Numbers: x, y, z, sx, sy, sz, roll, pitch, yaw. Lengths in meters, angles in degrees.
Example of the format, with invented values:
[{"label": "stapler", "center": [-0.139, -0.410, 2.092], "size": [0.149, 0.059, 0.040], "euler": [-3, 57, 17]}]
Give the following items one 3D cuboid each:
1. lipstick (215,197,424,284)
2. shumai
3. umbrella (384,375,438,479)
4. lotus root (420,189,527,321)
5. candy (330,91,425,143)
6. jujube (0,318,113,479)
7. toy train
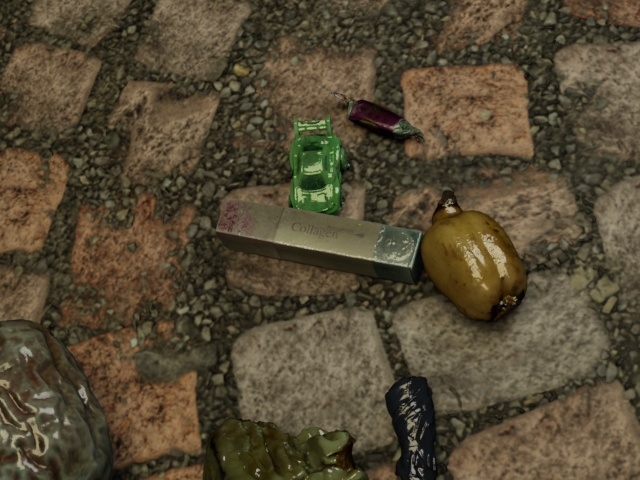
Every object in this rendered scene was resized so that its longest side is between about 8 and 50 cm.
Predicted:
[{"label": "lipstick", "center": [0.000, 0.000, 1.750], "size": [0.317, 0.068, 0.066], "euler": [10, 68, 18]}, {"label": "shumai", "center": [-0.044, 0.352, 1.552], "size": [0.218, 0.189, 0.256], "euler": [-14, 45, -14]}, {"label": "umbrella", "center": [0.132, 0.309, 1.579], "size": [0.071, 0.071, 0.248], "euler": [-9, 67, 9]}, {"label": "lotus root", "center": [0.215, 0.023, 1.662], "size": [0.125, 0.118, 0.221], "euler": [-12, 54, -29]}, {"label": "candy", "center": [0.091, -0.195, 1.836], "size": [0.175, 0.045, 0.043], "euler": [27, 79, 23]}, {"label": "jujube", "center": [-0.433, 0.266, 1.649], "size": [0.226, 0.226, 0.317], "euler": [-30, 67, -2]}, {"label": "toy train", "center": [-0.009, -0.112, 1.799], "size": [0.099, 0.081, 0.149], "euler": [-3, 64, 11]}]
